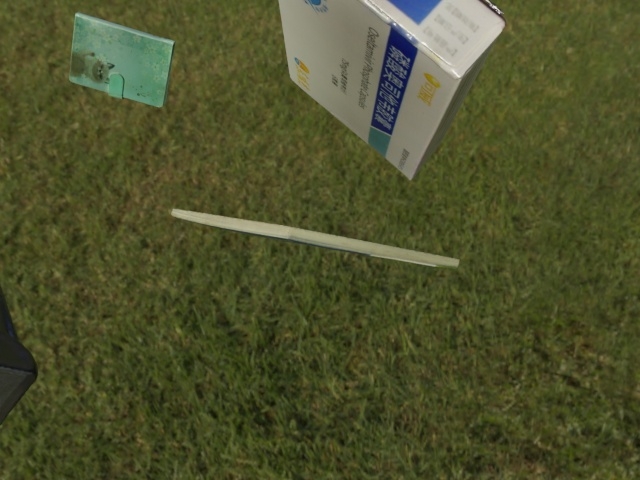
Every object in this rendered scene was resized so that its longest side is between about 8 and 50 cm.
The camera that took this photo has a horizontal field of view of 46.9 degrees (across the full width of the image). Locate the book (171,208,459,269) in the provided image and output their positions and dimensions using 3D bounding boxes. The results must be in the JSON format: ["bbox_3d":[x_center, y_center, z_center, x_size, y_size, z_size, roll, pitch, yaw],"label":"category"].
[{"bbox_3d":[0.000,0.000,0.957,0.323,0.018,0.228,10,0,-44],"label":"book"}]

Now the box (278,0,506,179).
[{"bbox_3d":[0.051,-0.181,0.721,0.200,0.343,0.065,41,84,6],"label":"box"}]

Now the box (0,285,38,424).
[{"bbox_3d":[-0.494,0.119,0.665,0.251,0.345,0.204,-55,43,8],"label":"box"}]

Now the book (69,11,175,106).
[{"bbox_3d":[-0.273,-0.242,1.008,0.135,0.103,0.017,16,31,-3],"label":"book"}]
